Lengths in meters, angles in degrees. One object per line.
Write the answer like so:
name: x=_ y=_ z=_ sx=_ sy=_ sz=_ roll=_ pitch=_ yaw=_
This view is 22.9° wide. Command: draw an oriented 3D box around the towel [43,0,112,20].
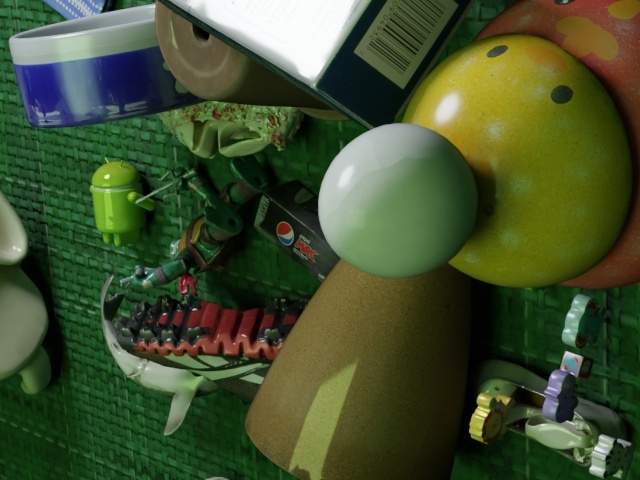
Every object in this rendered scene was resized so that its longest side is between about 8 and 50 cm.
towel: x=-0.333 y=-0.451 z=2.008 sx=0.243 sy=0.040 sz=0.336 roll=35 pitch=128 yaw=20

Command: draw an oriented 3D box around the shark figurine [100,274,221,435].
shark figurine: x=-0.201 y=0.164 z=2.084 sx=0.278 sy=0.116 sz=0.166 roll=18 pitch=83 yaw=33

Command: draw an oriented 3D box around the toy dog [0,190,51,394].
toy dog: x=-0.602 y=0.069 z=2.367 sx=0.408 sy=0.395 sz=0.284 roll=3 pitch=62 yaw=46

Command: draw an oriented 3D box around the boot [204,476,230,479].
boot: x=-0.122 y=0.446 z=2.109 sx=0.244 sy=0.088 sz=0.176 roll=58 pitch=138 yaw=9

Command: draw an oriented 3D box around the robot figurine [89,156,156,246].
robot figurine: x=-0.267 y=-0.052 z=2.090 sx=0.101 sy=0.067 sz=0.115 roll=12 pitch=112 yaw=49

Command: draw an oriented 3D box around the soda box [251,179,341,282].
soda box: x=0.000 y=0.000 z=1.837 sx=0.169 sy=0.060 sz=0.053 roll=39 pitch=130 yaw=29

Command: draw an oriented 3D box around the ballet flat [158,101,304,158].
ballet flat: x=-0.119 y=-0.137 z=1.884 sx=0.241 sy=0.091 sz=0.077 roll=-2 pitch=70 yaw=47

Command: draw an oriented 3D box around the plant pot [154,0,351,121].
plant pot: x=-0.043 y=-0.237 z=1.674 sx=0.263 sy=0.229 sz=0.263 roll=19 pitch=119 yaw=40

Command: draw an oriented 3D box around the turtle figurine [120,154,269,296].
turtle figurine: x=-0.155 y=-0.014 z=1.959 sx=0.234 sy=0.118 sz=0.175 roll=-34 pitch=38 yaw=51

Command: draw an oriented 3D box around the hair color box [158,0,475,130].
hair color box: x=-0.028 y=-0.243 z=1.406 sx=0.347 sy=0.105 sz=0.174 roll=36 pitch=93 yaw=45

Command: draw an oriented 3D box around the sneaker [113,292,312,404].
sneaker: x=-0.116 y=0.138 z=1.928 sx=0.276 sy=0.097 sz=0.135 roll=1 pitch=127 yaw=15

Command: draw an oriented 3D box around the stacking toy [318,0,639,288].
stacking toy: x=0.186 y=-0.067 z=1.303 sx=0.351 sy=0.480 sz=0.350 roll=18 pitch=118 yaw=38

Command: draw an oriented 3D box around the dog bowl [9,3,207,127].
dog bowl: x=-0.222 y=-0.210 z=1.842 sx=0.265 sy=0.265 sz=0.104 roll=3 pitch=108 yaw=45

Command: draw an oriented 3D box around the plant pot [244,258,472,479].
plant pot: x=0.068 y=0.118 z=1.715 sx=0.237 sy=0.237 sz=0.254 roll=30 pitch=109 yaw=36

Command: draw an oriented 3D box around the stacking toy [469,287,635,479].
stacking toy: x=0.250 y=0.117 z=1.577 sx=0.167 sy=0.052 sz=0.221 roll=16 pitch=91 yaw=41

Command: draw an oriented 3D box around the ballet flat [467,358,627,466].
ballet flat: x=0.222 y=0.179 z=1.665 sx=0.213 sy=0.068 sz=0.072 roll=19 pitch=118 yaw=41
